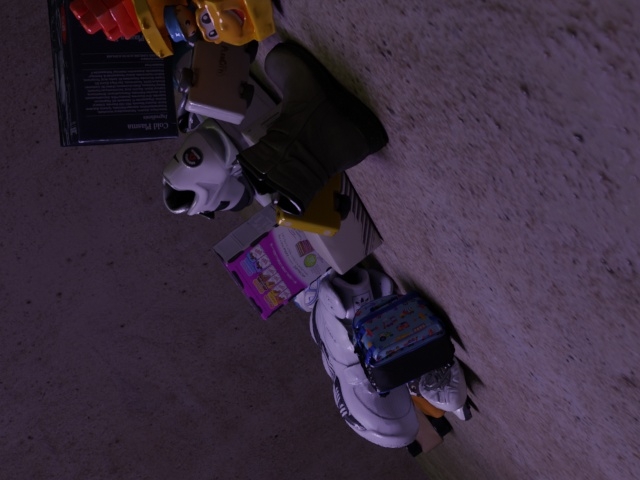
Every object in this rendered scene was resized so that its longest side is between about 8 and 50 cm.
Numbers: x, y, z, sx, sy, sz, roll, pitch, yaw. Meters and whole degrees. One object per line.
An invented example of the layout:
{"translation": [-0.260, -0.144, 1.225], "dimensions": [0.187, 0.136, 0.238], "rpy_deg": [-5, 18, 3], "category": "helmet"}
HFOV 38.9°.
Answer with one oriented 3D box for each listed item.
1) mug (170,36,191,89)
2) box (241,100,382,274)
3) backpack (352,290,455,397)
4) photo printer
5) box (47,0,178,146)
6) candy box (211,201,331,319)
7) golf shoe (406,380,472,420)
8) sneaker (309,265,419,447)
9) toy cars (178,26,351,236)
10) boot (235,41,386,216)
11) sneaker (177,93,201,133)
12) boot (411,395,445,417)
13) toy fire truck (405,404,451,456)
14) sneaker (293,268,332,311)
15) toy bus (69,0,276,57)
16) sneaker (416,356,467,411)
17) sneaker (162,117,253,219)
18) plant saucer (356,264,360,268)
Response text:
{"translation": [-0.296, -0.379, 1.813], "dimensions": [0.158, 0.097, 0.129], "rpy_deg": [55, 172, -15], "category": "mug"}
{"translation": [-0.010, -0.083, 1.462], "dimensions": [0.113, 0.094, 0.275], "rpy_deg": [43, 168, 53], "category": "box"}
{"translation": [0.126, 0.154, 1.534], "dimensions": [0.173, 0.158, 0.117], "rpy_deg": [-118, 5, -54], "category": "backpack"}
{"translation": [-0.125, -0.181, 1.652], "dimensions": [0.256, 0.107, 0.307], "rpy_deg": [47, 171, 34], "category": "photo printer"}
{"translation": [-0.396, -0.336, 1.687], "dimensions": [0.343, 0.178, 0.313], "rpy_deg": [-170, 74, -69], "category": "box"}
{"translation": [-0.055, 0.008, 1.606], "dimensions": [0.071, 0.233, 0.159], "rpy_deg": [43, 166, 49], "category": "candy box"}
{"translation": [0.217, 0.295, 1.810], "dimensions": [0.198, 0.094, 0.077], "rpy_deg": [48, 170, 21], "category": "golf shoe"}
{"translation": [0.081, 0.193, 1.677], "dimensions": [0.210, 0.137, 0.366], "rpy_deg": [95, 155, -45], "category": "sneaker"}
{"translation": [-0.085, -0.152, 1.250], "dimensions": [0.394, 0.176, 0.087], "rpy_deg": [51, 141, 16], "category": "toy cars"}
{"translation": [-0.046, -0.145, 1.138], "dimensions": [0.246, 0.161, 0.083], "rpy_deg": [47, 170, 39], "category": "boot"}
{"translation": [-0.227, -0.249, 1.855], "dimensions": [0.086, 0.132, 0.229], "rpy_deg": [48, 170, 33], "category": "sneaker"}
{"translation": [0.173, 0.279, 2.004], "dimensions": [0.211, 0.104, 0.295], "rpy_deg": [43, -174, -15], "category": "boot"}
{"translation": [0.209, 0.436, 2.361], "dimensions": [0.217, 0.158, 0.246], "rpy_deg": [53, -176, -2], "category": "toy fire truck"}
{"translation": [0.004, 0.056, 1.826], "dimensions": [0.296, 0.130, 0.112], "rpy_deg": [69, -156, -55], "category": "sneaker"}
{"translation": [-0.193, -0.306, 1.125], "dimensions": [0.220, 0.211, 0.149], "rpy_deg": [47, 169, 27], "category": "toy bus"}
{"translation": [0.236, 0.268, 1.665], "dimensions": [0.115, 0.090, 0.232], "rpy_deg": [48, -177, -12], "category": "sneaker"}
{"translation": [-0.209, -0.101, 1.580], "dimensions": [0.122, 0.146, 0.330], "rpy_deg": [48, 173, 13], "category": "sneaker"}
{"translation": [0.061, 0.131, 1.930], "dimensions": [0.241, 0.037, 0.241], "rpy_deg": [167, 90, -68], "category": "plant saucer"}
